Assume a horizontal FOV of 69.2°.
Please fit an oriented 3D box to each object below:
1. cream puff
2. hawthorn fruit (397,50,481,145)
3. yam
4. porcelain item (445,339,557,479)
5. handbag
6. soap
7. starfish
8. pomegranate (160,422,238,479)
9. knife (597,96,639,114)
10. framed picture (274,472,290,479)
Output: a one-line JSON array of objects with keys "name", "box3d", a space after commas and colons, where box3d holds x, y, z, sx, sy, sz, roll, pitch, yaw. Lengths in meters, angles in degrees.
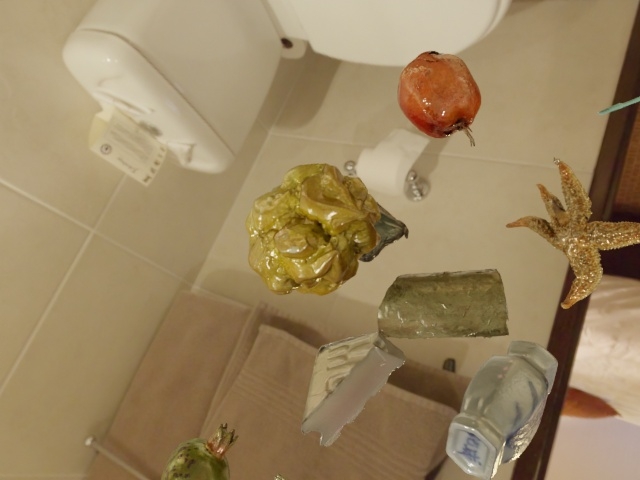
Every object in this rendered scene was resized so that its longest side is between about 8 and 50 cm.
[{"name": "cream puff", "box3d": [-0.001, 0.002, 1.043, 0.291, 0.324, 0.257, 51, 175, -31]}, {"name": "hawthorn fruit", "box3d": [0.343, -0.377, 1.278, 0.299, 0.211, 0.211, 60, 179, 24]}, {"name": "yam", "box3d": [0.300, 0.160, 1.146, 0.305, 0.167, 0.168, -5, 154, 23]}, {"name": "porcelain item", "box3d": [0.512, 0.456, 1.287, 0.179, 0.405, 0.242, 21, 126, 36]}, {"name": "handbag", "box3d": [0.113, -0.074, 1.490, 0.332, 0.192, 0.075, 43, 160, 28]}, {"name": "soap", "box3d": [0.103, 0.437, 1.377, 0.258, 0.302, 0.159, -19, 125, 27]}, {"name": "starfish", "box3d": [0.576, -0.051, 1.054, 0.084, 0.301, 0.293, 8, -140, -35]}, {"name": "pomegranate", "box3d": [-0.269, 0.511, 1.049, 0.159, 0.205, 0.159, 36, 175, 4]}, {"name": "knife", "box3d": [0.611, -0.275, 0.944, 0.091, 0.014, 0.005, -21, 141, 8]}, {"name": "framed picture", "box3d": [0.010, 0.468, 0.670, 0.232, 0.172, 0.010, 12, -174, 35]}]
